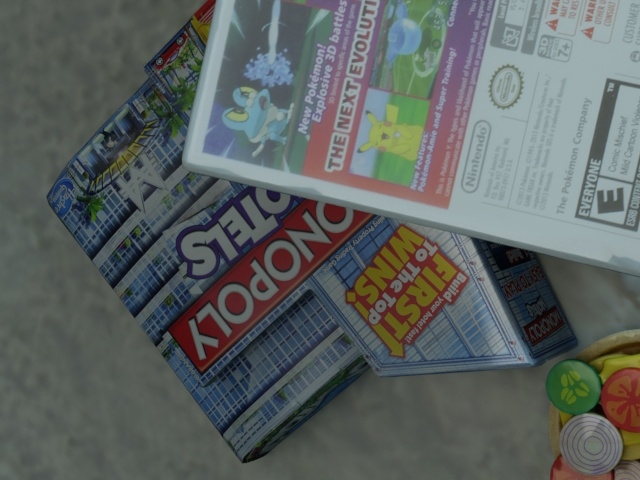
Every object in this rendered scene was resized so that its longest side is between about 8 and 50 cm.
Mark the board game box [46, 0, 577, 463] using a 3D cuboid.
[{"bbox_3d":[0.000,0.000,0.782,0.194,0.060,0.194,-43,77,24],"label":"board game box"}]

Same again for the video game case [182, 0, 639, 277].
[{"bbox_3d":[0.057,-0.104,0.712,0.183,0.023,0.201,14,94,11],"label":"video game case"}]

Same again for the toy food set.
[{"bbox_3d":[0.126,0.076,0.748,0.082,0.020,0.083,-12,97,24],"label":"toy food set"}]
